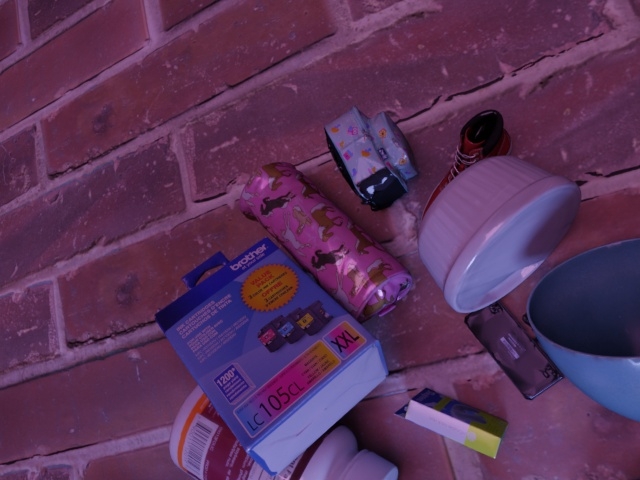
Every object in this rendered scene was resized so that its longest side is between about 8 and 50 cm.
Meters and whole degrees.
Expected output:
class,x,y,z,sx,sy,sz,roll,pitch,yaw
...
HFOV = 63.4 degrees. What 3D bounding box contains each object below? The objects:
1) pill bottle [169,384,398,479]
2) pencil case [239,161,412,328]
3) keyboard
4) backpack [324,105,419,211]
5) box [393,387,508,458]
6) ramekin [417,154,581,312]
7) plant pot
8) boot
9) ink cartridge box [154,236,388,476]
class,x,y,z,sx,sy,sz,roll,pitch,yaw
pill bottle,-0.070,0.416,0.977,0.392,0.224,0.224,21,92,26
pencil case,0.000,0.000,1.038,0.386,0.160,0.167,45,123,24
keyboard,0.353,0.181,0.925,0.108,0.023,0.180,-44,68,20
backpack,0.097,-0.172,1.015,0.144,0.166,0.188,-39,72,14
box,0.231,0.314,0.914,0.178,0.109,0.042,17,94,26
ramekin,0.282,-0.017,0.861,0.273,0.273,0.127,-49,55,11
plant pot,0.479,0.150,0.755,0.290,0.290,0.195,-19,109,22
boot,0.247,-0.113,0.931,0.088,0.176,0.244,37,100,23
ink cartridge box,-0.113,0.174,0.950,0.270,0.151,0.395,-37,49,-18
